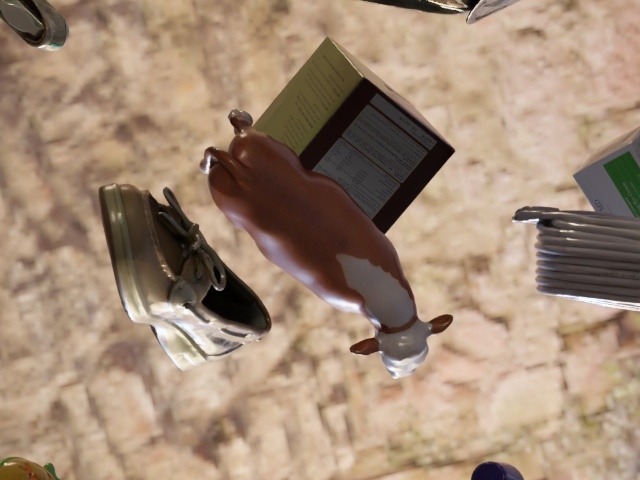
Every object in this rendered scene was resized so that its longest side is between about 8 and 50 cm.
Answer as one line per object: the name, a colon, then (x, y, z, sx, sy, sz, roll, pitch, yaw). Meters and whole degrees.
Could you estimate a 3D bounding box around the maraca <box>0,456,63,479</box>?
maraca: (-0.409, 0.366, 2.132, 0.185, 0.099, 0.127, 17, -119, -65)

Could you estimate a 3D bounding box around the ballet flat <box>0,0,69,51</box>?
ballet flat: (-0.326, -0.258, 1.564, 0.168, 0.057, 0.052, 40, -160, 10)

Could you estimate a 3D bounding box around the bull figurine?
bull figurine: (0.000, 0.000, 1.471, 0.310, 0.101, 0.188, 47, -179, -23)

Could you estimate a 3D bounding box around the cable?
cable: (0.343, 0.026, 1.537, 0.257, 0.257, 0.089, -163, 78, -69)

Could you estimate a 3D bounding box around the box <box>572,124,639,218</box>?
box: (0.367, -0.069, 1.781, 0.101, 0.087, 0.102, 57, -146, -4)

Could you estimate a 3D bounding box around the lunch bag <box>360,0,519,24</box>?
lunch bag: (0.143, -0.323, 1.395, 0.235, 0.287, 0.169, 130, 142, -57)

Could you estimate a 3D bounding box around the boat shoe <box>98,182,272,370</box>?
boat shoe: (-0.113, 0.024, 1.263, 0.285, 0.089, 0.104, 64, -168, -67)

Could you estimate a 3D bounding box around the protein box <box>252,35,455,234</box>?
protein box: (0.012, -0.087, 1.669, 0.136, 0.201, 0.200, 37, -171, -21)

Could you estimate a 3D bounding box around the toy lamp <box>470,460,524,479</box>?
toy lamp: (0.267, 0.368, 2.133, 0.275, 0.080, 0.080, 48, -156, -61)
